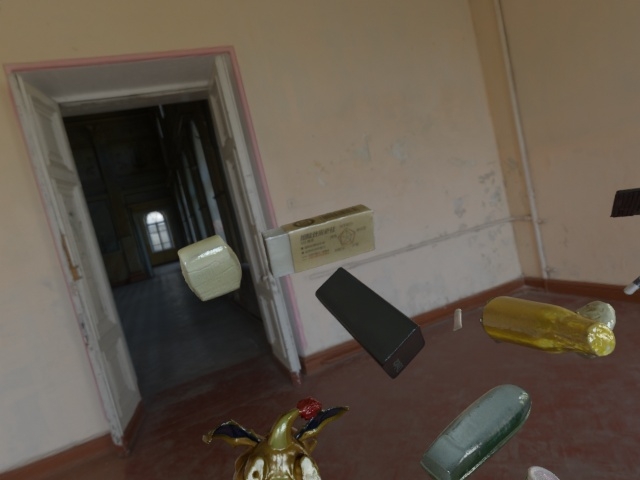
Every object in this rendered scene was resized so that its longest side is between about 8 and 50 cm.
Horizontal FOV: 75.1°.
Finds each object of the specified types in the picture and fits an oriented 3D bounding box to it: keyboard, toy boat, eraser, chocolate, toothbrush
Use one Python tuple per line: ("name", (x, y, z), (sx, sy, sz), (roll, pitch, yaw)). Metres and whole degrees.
("keyboard", (0.871, -0.102, 1.168), (0.087, 0.017, 0.250), (-4, -15, 31))
("toy boat", (0.270, 0.315, 0.690), (0.260, 0.085, 0.078), (-21, 29, -33))
("eraser", (0.000, 0.000, 1.272), (0.343, 0.144, 0.078), (-15, 25, -16))
("chocolate", (0.651, 0.261, 1.211), (0.162, 0.162, 0.445), (-14, -1, -9))
("toothbrush", (0.845, 0.028, 0.991), (0.288, 0.026, 0.024), (-49, 30, 17))

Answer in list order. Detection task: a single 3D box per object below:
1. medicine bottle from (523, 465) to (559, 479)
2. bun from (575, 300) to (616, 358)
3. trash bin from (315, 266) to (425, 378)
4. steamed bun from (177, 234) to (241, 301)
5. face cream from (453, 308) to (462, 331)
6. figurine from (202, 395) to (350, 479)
("medicine bottle", (0.849, 1.054, 1.657), (0.133, 0.274, 0.133), (13, 15, -4))
("bun", (0.806, 0.264, 1.260), (0.102, 0.183, 0.183), (24, 23, 25))
("trash bin", (0.108, 0.183, 0.944), (0.115, 0.225, 0.165), (-46, -31, -8))
("steamed bun", (-0.404, 0.093, 1.530), (0.200, 0.250, 0.155), (-25, 49, -16))
("face cream", (0.528, 0.306, 1.599), (0.038, 0.020, 0.115), (-35, 16, 33))
("figurine", (-0.100, 0.617, 1.192), (0.401, 0.268, 0.387), (-14, -26, -17))
